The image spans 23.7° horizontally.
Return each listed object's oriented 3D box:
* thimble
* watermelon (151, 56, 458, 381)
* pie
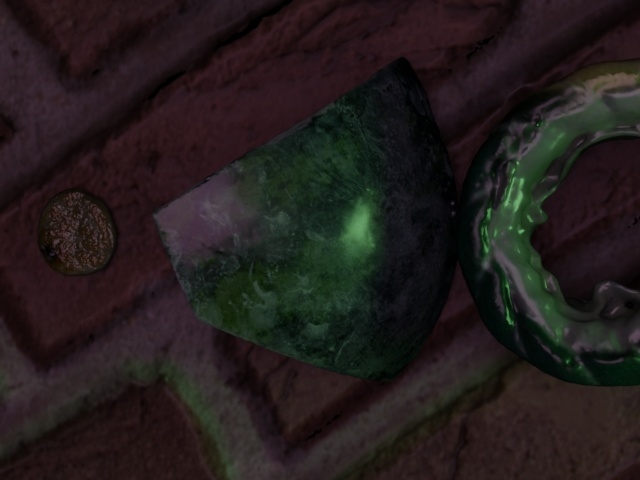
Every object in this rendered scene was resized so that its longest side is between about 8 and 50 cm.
[{"bbox_3d":[0.253,-0.018,1.283,0.288,0.167,0.254,-37,86,9],"label":"thimble"},{"bbox_3d":[0.000,0.000,1.362,0.320,0.213,0.290,-48,122,-29],"label":"watermelon"},{"bbox_3d":[-0.231,-0.008,1.440,0.085,0.017,0.085,0,91,11],"label":"pie"}]
